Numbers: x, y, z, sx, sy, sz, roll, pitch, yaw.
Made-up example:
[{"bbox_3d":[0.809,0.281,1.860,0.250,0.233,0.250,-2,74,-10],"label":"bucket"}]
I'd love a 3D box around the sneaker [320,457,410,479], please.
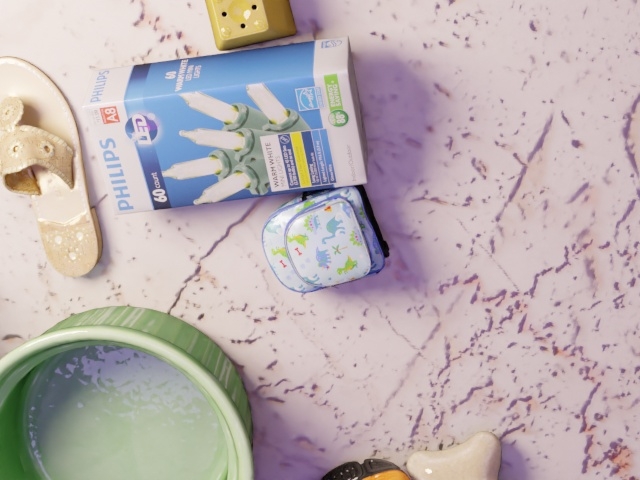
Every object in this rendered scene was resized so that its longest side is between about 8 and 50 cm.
[{"bbox_3d":[0.007,0.337,1.607,0.262,0.099,0.121,-37,106,20],"label":"sneaker"}]

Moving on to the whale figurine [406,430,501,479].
[{"bbox_3d":[0.179,0.343,1.583,0.216,0.141,0.272,-21,77,9],"label":"whale figurine"}]

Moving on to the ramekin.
[{"bbox_3d":[-0.211,0.214,1.557,0.303,0.148,0.303,1,104,5],"label":"ramekin"}]

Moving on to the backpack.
[{"bbox_3d":[0.000,0.000,1.520,0.114,0.084,0.105,-19,99,12],"label":"backpack"}]

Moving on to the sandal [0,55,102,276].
[{"bbox_3d":[-0.286,-0.071,1.528,0.088,0.079,0.240,-17,102,9],"label":"sandal"}]

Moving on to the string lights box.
[{"bbox_3d":[-0.090,-0.113,1.485,0.259,0.077,0.133,-7,125,7],"label":"string lights box"}]

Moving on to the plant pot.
[{"bbox_3d":[-0.074,-0.228,1.470,0.081,0.083,0.081,-12,103,8],"label":"plant pot"}]
